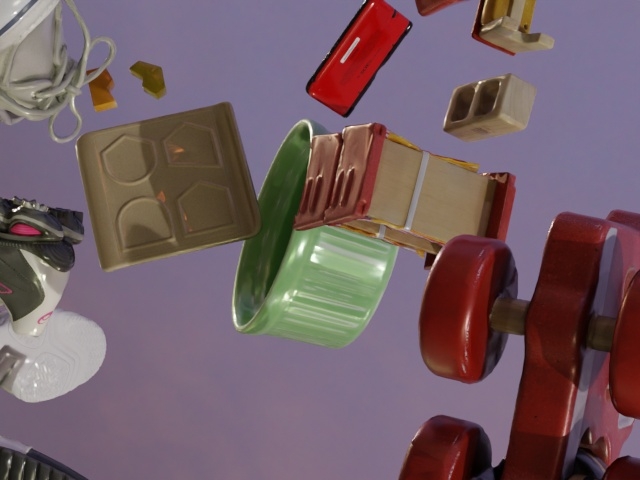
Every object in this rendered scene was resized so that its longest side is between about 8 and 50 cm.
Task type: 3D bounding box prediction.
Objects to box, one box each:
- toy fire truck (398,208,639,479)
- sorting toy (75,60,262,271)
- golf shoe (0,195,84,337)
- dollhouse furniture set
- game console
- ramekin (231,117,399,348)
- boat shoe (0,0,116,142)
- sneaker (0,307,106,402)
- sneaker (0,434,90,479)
[{"bbox_3d":[0.184,0.125,0.982,0.169,0.254,0.302,9,-88,27],"label":"toy fire truck"},{"bbox_3d":[-0.222,-0.116,1.934,0.041,0.229,0.307,81,-6,-68],"label":"sorting toy"},{"bbox_3d":[-0.344,0.003,1.266,0.273,0.105,0.120,14,-87,30],"label":"golf shoe"},{"bbox_3d":[0.128,-0.166,1.609,0.152,0.201,0.374,-6,-113,61],"label":"dollhouse furniture set"},{"bbox_3d":[0.037,-0.233,1.705,0.085,0.124,0.144,41,-81,40],"label":"game console"},{"bbox_3d":[0.000,0.000,1.882,0.303,0.148,0.303,-162,-90,-76],"label":"ramekin"},{"bbox_3d":[-0.285,-0.172,1.372,0.156,0.136,0.367,45,-21,-11],"label":"boat shoe"},{"bbox_3d":[-0.367,0.104,1.453,0.153,0.269,0.101,23,-70,46],"label":"sneaker"},{"bbox_3d":[-0.286,0.168,1.037,0.146,0.331,0.122,-54,158,-73],"label":"sneaker"}]
